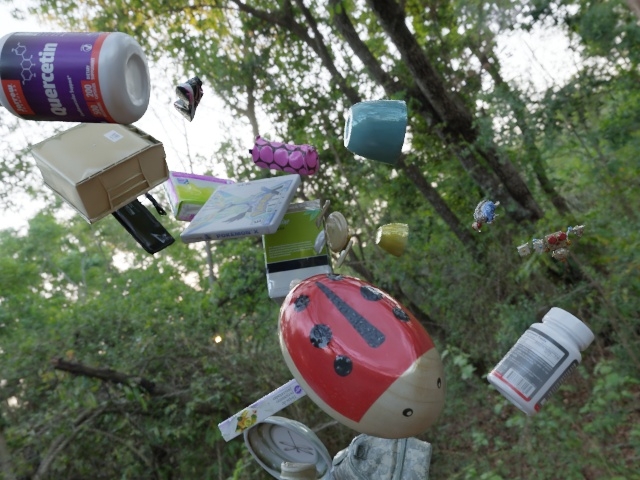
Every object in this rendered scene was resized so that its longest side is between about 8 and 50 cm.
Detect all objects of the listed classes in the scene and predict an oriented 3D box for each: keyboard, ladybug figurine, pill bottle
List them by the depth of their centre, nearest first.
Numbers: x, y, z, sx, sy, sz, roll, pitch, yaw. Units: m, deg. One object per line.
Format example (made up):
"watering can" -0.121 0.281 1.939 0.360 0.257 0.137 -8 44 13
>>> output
"pill bottle" -0.535 -0.336 1.073 0.323 0.181 0.181 2 -10 6
"ladybug figurine" 0.083 0.224 1.142 0.305 0.449 0.162 -39 -28 -26
"pill bottle" 0.626 0.339 1.468 0.283 0.161 0.161 -47 -10 -4
"keyboard" -0.559 -0.103 1.549 0.033 0.317 0.201 -40 2 28

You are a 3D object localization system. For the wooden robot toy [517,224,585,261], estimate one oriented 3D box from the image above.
"wooden robot toy" 0.615 0.022 1.355 0.173 0.079 0.076 -21 -2 17

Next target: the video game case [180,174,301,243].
"video game case" -0.238 -0.105 1.613 0.300 0.036 0.329 -6 32 17

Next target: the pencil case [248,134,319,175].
"pencil case" -0.106 -0.254 1.543 0.209 0.098 0.095 13 23 26

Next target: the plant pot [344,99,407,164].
"plant pot" 0.237 -0.502 2.343 0.235 0.293 0.293 6 -18 -8

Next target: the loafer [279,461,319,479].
"loafer" -0.057 0.734 1.578 0.102 0.092 0.268 -2 -29 14

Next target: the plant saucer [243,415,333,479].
"plant saucer" -0.108 0.809 2.019 0.400 0.400 0.100 -37 9 42

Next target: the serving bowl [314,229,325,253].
"serving bowl" 0.000 0.000 1.673 0.083 0.027 0.083 24 -90 -84

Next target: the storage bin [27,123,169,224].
"storage bin" -0.588 -0.209 1.390 0.260 0.262 0.123 -38 -37 -31

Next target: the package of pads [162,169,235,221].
"package of pads" -0.443 -0.161 2.020 0.296 0.229 0.101 4 -54 -34

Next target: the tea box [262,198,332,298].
"tea box" -0.070 0.066 1.875 0.220 0.323 0.329 -8 -18 3

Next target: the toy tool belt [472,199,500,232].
"toy tool belt" 0.395 -0.061 1.229 0.051 0.052 0.083 -13 38 46

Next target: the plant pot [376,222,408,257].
"plant pot" 0.270 -0.010 1.992 0.095 0.134 0.134 13 -21 -9

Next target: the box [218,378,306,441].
"box" -0.183 0.550 1.699 0.324 0.063 0.067 -32 -11 6

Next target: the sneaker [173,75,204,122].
"sneaker" -0.356 -0.393 1.440 0.077 0.072 0.178 -48 8 -21

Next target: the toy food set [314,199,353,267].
"toy food set" 0.053 -0.024 1.583 0.038 0.192 0.132 -3 -41 -32

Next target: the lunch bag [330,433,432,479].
"lunch bag" 0.180 0.729 1.645 0.305 0.256 0.212 107 -176 -57
